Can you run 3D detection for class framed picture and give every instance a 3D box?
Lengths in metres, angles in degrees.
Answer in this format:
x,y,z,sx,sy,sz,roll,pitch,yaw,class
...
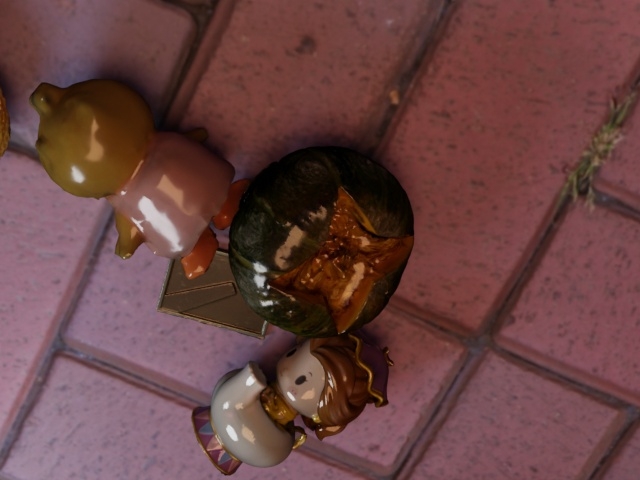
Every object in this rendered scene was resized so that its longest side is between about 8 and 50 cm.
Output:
x,y,z,sx,sy,sz,roll,pitch,yaw,class
-0.129,0.063,1.537,0.149,0.011,0.109,16,112,-6,framed picture

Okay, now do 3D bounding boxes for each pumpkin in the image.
x,y,z,sx,sy,sz,roll,pitch,yaw,class
-0.001,0.000,1.423,0.237,0.159,0.238,-10,115,-22,pumpkin

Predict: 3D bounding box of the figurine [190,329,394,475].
x,y,z,sx,sy,sz,roll,pitch,yaw,class
-0.030,0.198,1.530,0.263,0.142,0.189,-31,142,11,figurine

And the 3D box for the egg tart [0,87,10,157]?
x,y,z,sx,sy,sz,roll,pitch,yaw,class
-0.456,-0.154,1.409,0.191,0.074,0.191,0,112,1,egg tart

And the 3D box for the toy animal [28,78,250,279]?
x,y,z,sx,sy,sz,roll,pitch,yaw,class
-0.220,-0.086,1.392,0.281,0.169,0.195,34,67,-8,toy animal
